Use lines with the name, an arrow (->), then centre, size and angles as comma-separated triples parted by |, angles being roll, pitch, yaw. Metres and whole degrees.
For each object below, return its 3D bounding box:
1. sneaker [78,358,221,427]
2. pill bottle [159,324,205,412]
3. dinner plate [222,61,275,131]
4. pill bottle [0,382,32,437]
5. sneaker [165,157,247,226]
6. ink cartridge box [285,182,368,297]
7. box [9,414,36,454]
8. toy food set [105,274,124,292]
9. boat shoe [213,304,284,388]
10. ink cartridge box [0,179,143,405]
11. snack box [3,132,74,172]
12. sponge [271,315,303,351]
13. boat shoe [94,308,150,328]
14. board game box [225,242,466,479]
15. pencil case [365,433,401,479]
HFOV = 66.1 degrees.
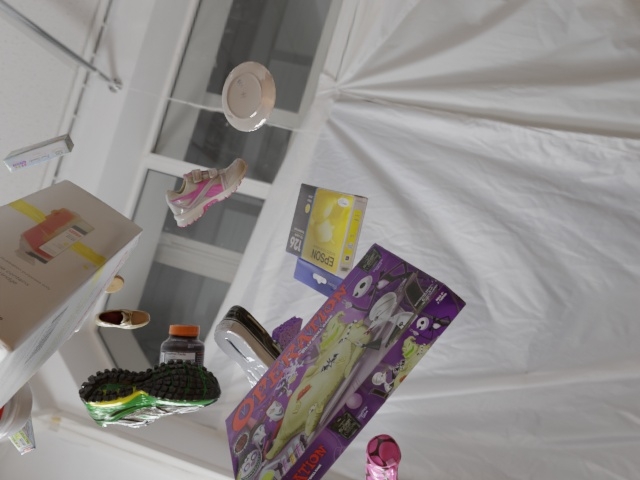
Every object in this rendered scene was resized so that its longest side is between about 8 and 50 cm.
sneaker -> -0.430, 0.406, 1.284 | 0.134, 0.344, 0.146 | -95, 4, -56
pill bottle -> -0.410, 0.373, 1.456 | 0.130, 0.131, 0.245 | 62, -150, -79
dinner plate -> -0.153, -0.296, 1.011 | 0.017, 0.141, 0.141 | -7, -66, -59
pill bottle -> -0.751, 0.340, 0.999 | 0.283, 0.161, 0.161 | 43, -117, -66
sneaker -> -0.312, -0.152, 1.336 | 0.252, 0.111, 0.103 | -40, 22, -12
ink cartridge box -> 0.000, 0.000, 1.447 | 0.304, 0.072, 0.307 | 21, 98, 56
box -> -0.797, 0.440, 1.291 | 0.036, 0.207, 0.114 | -18, -42, -24
toy food set -> -0.719, 0.150, 1.696 | 0.083, 0.020, 0.082 | -22, -39, -21
boat shoe -> -0.139, 0.302, 1.274 | 0.335, 0.121, 0.119 | 60, -148, -27
ink cartridge box -> -0.445, 0.100, 0.686 | 0.279, 0.160, 0.384 | -50, 11, 15
snack box -> -0.677, -0.214, 1.190 | 0.100, 0.141, 0.037 | 45, 155, 59
sponge -> -0.108, 0.330, 1.415 | 0.117, 0.031, 0.210 | -23, -52, -57
boat shoe -> -0.510, 0.203, 1.274 | 0.045, 0.135, 0.050 | -28, 65, 59
board game box -> 0.011, 0.168, 0.636 | 0.347, 0.056, 0.208 | -50, 16, -1
pencil case -> 0.159, 0.587, 1.228 | 0.098, 0.095, 0.209 | -113, 15, -58
